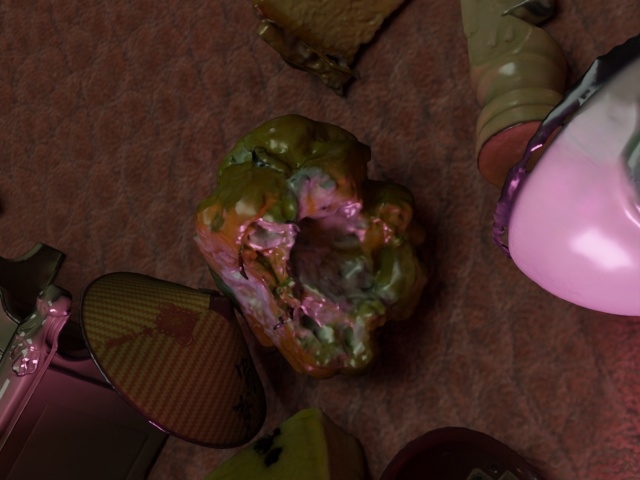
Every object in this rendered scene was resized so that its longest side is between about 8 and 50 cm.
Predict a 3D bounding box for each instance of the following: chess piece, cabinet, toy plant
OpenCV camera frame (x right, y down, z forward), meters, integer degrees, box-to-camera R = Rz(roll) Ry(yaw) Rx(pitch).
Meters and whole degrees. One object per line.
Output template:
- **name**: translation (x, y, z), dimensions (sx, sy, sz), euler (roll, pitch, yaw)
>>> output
- **chess piece**: translation (0.162, -0.145, 1.167), dimensions (0.090, 0.090, 0.200), euler (-25, 49, 28)
- **cabinet**: translation (-0.321, 0.161, 1.315), dimensions (0.290, 0.227, 0.318), euler (29, 91, 41)
- **toy plant**: translation (0.303, 0.027, 0.914), dimensions (0.247, 0.247, 0.332), euler (-49, 62, 12)

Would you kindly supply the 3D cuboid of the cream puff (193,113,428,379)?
- **cream puff**: translation (-0.003, -0.001, 1.169), dimensions (0.195, 0.221, 0.194), euler (-21, 27, 11)

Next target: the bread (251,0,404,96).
- **bread**: translation (-0.002, -0.238, 1.308), dimensions (0.147, 0.127, 0.152), euler (-49, 35, 12)

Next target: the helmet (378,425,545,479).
- **helmet**: translation (0.091, 0.234, 1.034), dimensions (0.155, 0.175, 0.106), euler (47, 130, 13)

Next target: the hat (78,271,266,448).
- **hat**: translation (-0.101, 0.076, 1.176), dimensions (0.082, 0.193, 0.193), euler (-46, 52, 23)

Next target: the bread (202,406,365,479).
- **bread**: translation (-0.024, 0.284, 1.048), dimensions (0.138, 0.077, 0.361), euler (-34, 29, 15)
